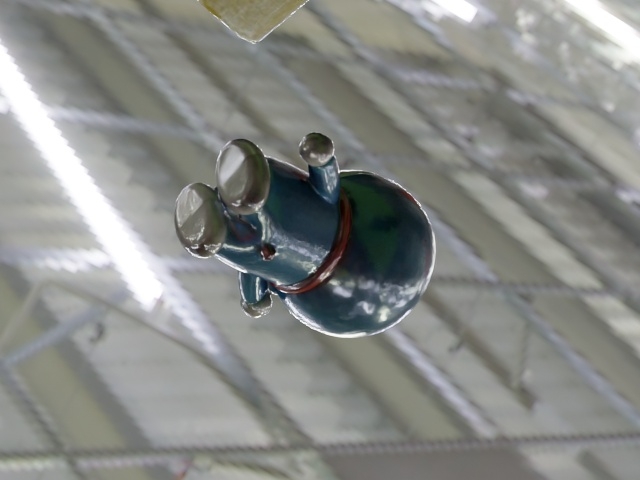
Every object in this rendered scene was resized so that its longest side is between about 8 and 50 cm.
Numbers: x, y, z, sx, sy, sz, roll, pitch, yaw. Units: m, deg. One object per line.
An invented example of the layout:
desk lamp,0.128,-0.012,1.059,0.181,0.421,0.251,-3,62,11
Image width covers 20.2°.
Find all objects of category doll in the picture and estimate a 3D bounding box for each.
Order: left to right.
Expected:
doll,0.000,0.000,0.911,0.152,0.114,0.085,22,-145,-40

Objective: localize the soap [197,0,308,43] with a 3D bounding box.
soap,-0.029,-0.354,1.317,0.293,0.335,0.156,43,-145,-16
